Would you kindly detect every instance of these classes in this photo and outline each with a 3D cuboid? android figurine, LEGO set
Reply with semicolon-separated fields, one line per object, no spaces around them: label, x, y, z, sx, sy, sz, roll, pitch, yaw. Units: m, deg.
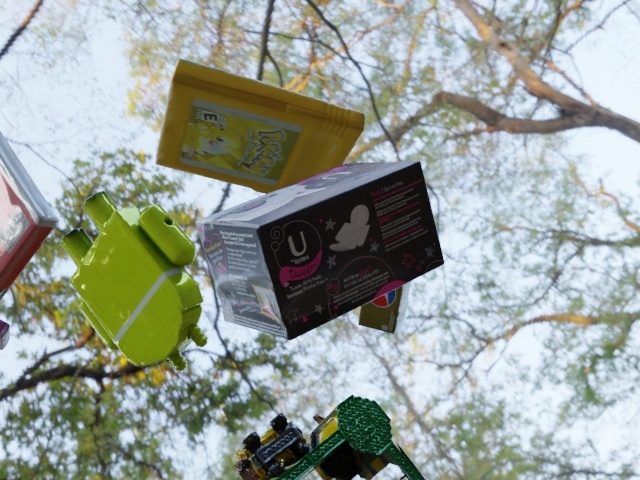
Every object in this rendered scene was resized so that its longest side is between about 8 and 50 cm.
android figurine;-0.266;0.066;1.162;0.248;0.273;0.056;-50;-15;31
LEGO set;0.023;0.327;0.726;0.255;0.331;0.192;-38;-12;-50

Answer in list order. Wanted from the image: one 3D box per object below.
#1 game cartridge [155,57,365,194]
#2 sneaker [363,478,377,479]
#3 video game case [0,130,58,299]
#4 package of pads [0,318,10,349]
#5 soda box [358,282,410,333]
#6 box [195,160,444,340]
game cartridge;-0.116;-0.175;1.411;0.324;0.052;0.285;15;-28;-10
sneaker;0.189;0.478;1.365;0.145;0.090;0.270;-26;-63;20
video game case;-0.384;0.013;0.787;0.285;0.204;0.025;-49;-25;18
package of pads;-0.568;0.159;1.397;0.050;0.083;0.032;30;-121;-7
soda box;0.106;0.045;1.229;0.058;0.061;0.181;-17;-63;-67
box;0.000;0.000;0.986;0.247;0.163;0.142;-22;-74;-32
